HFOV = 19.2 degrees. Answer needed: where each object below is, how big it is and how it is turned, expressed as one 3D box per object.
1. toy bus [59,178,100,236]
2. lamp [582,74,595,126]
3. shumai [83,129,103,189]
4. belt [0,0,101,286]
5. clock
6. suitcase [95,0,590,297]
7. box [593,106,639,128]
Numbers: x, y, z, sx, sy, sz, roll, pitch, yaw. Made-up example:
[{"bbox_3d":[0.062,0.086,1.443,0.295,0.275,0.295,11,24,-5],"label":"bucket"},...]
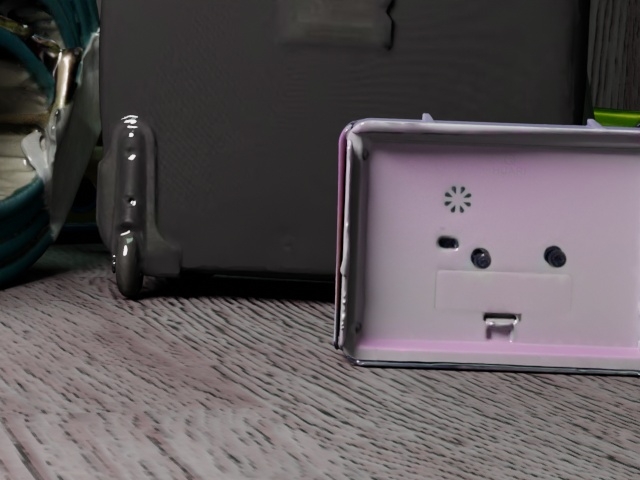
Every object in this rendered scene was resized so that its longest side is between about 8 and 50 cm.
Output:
[{"bbox_3d":[-0.280,-0.091,1.653,0.287,0.175,0.138,-1,13,-30],"label":"toy bus"},{"bbox_3d":[0.098,-0.103,1.540,0.266,0.269,0.047,6,32,34],"label":"lamp"},{"bbox_3d":[-0.126,-0.099,1.537,0.209,0.161,0.153,22,-7,6],"label":"shumai"},{"bbox_3d":[-0.298,-0.114,1.293,0.173,0.300,0.436,6,-2,22],"label":"belt"},{"bbox_3d":[0.104,0.000,1.104,0.193,0.145,0.073,2,6,-1],"label":"clock"},{"bbox_3d":[0.015,-0.124,1.345,0.345,0.339,0.188,3,11,6],"label":"suitcase"},{"bbox_3d":[0.244,-0.069,1.856,0.097,0.134,0.345,-5,8,-24],"label":"box"}]
